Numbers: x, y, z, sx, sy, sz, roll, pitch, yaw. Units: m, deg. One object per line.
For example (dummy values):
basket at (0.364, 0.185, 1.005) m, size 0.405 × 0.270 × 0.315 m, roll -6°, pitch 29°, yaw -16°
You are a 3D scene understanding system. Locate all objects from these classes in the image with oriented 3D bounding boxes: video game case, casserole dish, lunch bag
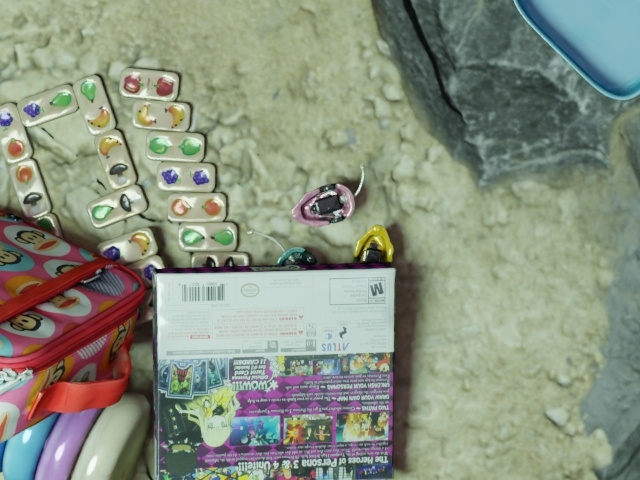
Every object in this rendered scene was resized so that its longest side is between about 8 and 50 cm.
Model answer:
video game case at (-0.044, 0.128, 1.670) m, size 0.232 × 0.042 × 0.210 m, roll -2°, pitch 99°, yaw -10°
casserole dish at (0.271, -0.220, 1.707) m, size 0.188 × 0.037 × 0.114 m, roll 44°, pitch 91°, yaw 3°
lunch bag at (-0.291, 0.079, 1.577) m, size 0.258 × 0.293 × 0.120 m, roll 25°, pitch 111°, yaw 13°

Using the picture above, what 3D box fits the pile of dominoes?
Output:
pile of dominoes at (-0.196, -0.044, 1.716) m, size 0.196 × 0.040 × 0.251 m, roll -20°, pitch 89°, yaw 1°

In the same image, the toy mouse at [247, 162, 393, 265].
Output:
toy mouse at (0.000, 0.000, 1.709) m, size 0.143 × 0.031 × 0.161 m, roll 6°, pitch 98°, yaw 0°

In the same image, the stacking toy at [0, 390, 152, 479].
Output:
stacking toy at (-0.335, 0.153, 1.678) m, size 0.330 × 0.141 × 0.141 m, roll 22°, pitch 90°, yaw 7°
